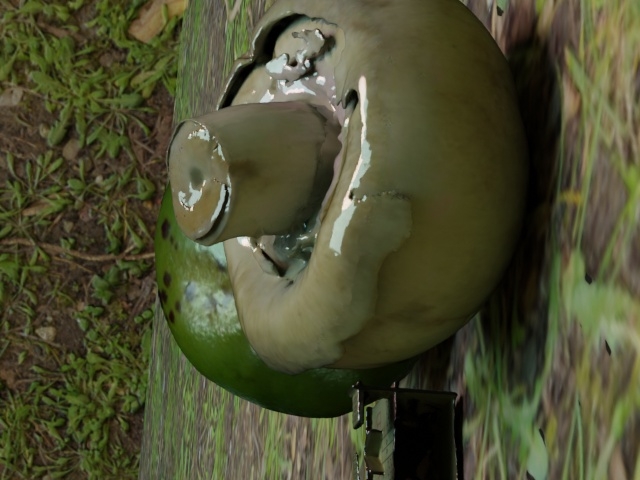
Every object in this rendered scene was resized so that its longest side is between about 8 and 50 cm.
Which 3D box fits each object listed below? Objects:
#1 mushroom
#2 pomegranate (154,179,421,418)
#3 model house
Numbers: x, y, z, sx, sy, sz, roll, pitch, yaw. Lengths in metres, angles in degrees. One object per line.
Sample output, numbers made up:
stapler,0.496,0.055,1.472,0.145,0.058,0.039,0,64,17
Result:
mushroom,0.006,-0.026,0.713,0.154,0.122,0.154,-11,77,61
pomegranate,-0.013,-0.003,0.863,0.169,0.122,0.143,-96,25,-65
model house,0.027,0.105,0.787,0.058,0.057,0.083,123,148,-64
